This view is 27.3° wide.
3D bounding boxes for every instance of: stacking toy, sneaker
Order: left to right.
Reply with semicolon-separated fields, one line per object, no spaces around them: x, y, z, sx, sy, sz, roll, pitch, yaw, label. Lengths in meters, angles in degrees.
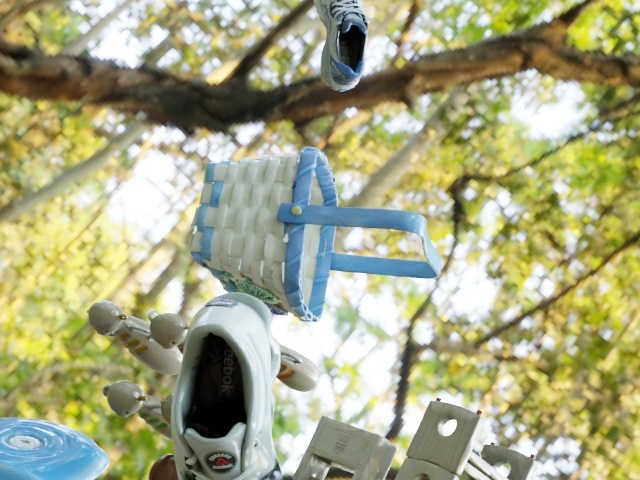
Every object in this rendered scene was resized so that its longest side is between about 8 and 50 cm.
-0.363;0.373;1.541;0.175;0.166;0.302;13;-77;14;stacking toy
-0.097;0.223;1.293;0.146;0.122;0.331;-21;104;-80;sneaker
0.027;-0.218;1.296;0.058;0.052;0.135;174;-91;-72;sneaker

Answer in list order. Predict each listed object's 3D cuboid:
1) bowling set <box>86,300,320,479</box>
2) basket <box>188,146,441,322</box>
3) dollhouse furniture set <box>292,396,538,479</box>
-0.159;0.183;1.481;0.287;0.200;0.154;-1;-28;40;bowling set
0.000;0.000;1.644;0.289;0.201;0.255;0;-16;12;basket
0.098;0.234;1.350;0.183;0.129;0.129;12;-21;43;dollhouse furniture set
